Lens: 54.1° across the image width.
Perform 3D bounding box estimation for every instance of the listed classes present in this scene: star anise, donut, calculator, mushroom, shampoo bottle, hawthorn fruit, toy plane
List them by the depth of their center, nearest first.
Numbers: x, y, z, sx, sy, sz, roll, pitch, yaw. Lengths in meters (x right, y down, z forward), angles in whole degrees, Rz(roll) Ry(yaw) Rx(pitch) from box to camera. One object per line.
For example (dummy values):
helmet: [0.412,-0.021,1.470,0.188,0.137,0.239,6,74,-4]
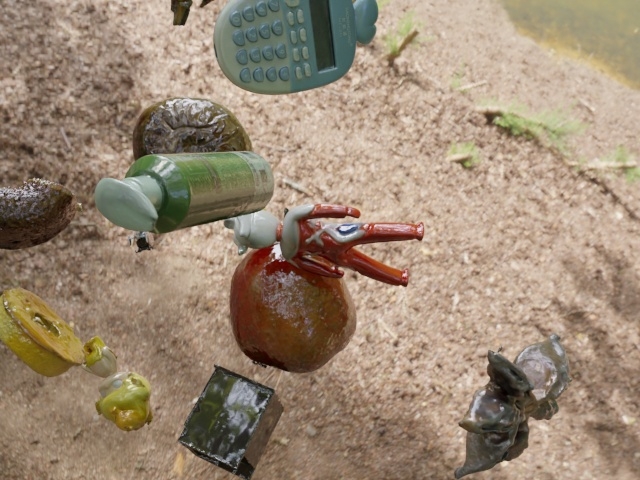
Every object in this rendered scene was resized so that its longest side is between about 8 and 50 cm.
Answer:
shampoo bottle: [-0.103,-0.040,0.511,0.065,0.065,0.204,42,20,10]
star anise: [0.219,0.194,0.709,0.063,0.171,0.208,28,15,37]
calculator: [-0.034,-0.345,1.044,0.303,0.188,0.042,-20,28,-24]
donut: [-0.488,0.163,1.074,0.065,0.162,0.178,-42,82,-3]
donut: [-0.552,-0.052,1.166,0.187,0.126,0.144,18,67,-18]
mushroom: [-0.289,-0.180,1.404,0.278,0.163,0.297,-41,92,10]
hawthorn fruit: [-0.065,0.109,1.404,0.285,0.285,0.368,-8,97,-23]
toy plane: [-0.498,-0.007,1.741,0.054,0.197,0.078,-11,90,-3]

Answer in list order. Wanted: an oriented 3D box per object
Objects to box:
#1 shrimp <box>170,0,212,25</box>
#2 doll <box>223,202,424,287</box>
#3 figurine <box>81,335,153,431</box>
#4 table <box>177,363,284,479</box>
shrimp: [-0.108,-0.316,0.698,0.187,0.132,0.052,-46,68,2]
doll: [0.000,0.000,1.224,0.384,0.188,0.099,10,40,-5]
figurine: [-0.484,0.342,1.485,0.246,0.156,0.131,58,19,2]
table: [-0.213,0.433,1.490,0.173,0.169,0.193,19,64,15]
